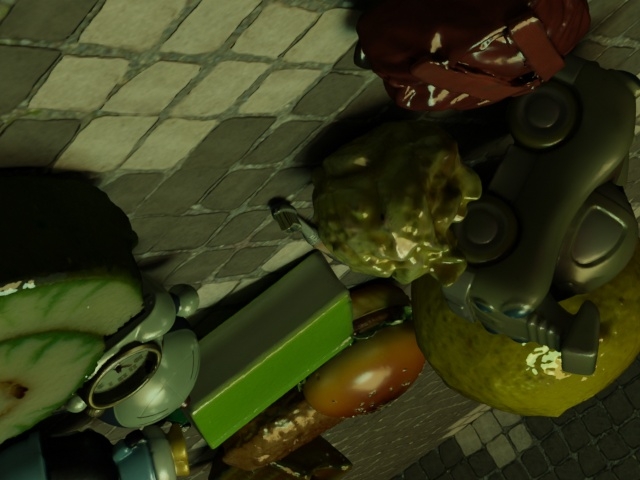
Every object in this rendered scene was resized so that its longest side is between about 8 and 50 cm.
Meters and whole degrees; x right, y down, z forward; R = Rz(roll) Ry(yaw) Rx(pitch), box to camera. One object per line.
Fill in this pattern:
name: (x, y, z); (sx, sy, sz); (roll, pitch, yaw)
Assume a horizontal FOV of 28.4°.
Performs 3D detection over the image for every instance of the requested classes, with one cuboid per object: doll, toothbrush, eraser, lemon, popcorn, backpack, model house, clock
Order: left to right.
doll: (-0.344, 0.332, 1.782); (0.314, 0.141, 0.177); (-12, 142, -13)
clock: (-0.219, 0.123, 1.447); (0.199, 0.146, 0.243); (-42, 159, -14)
model house: (-0.124, 0.450, 2.416); (0.268, 0.173, 0.239); (-42, 160, 26)
eraser: (-0.078, 0.157, 1.757); (0.274, 0.092, 0.210); (-38, 159, -12)
toothbrush: (0.000, 0.000, 1.638); (0.028, 0.037, 0.375); (-30, 165, 8)
popcorn: (0.086, -0.040, 1.416); (0.188, 0.185, 0.167); (-1, 154, -13)
backpack: (0.152, -0.196, 1.166); (0.229, 0.139, 0.229); (-24, 157, -11)
lemon: (0.300, 0.088, 1.833); (0.387, 0.349, 0.350); (-45, 157, 28)

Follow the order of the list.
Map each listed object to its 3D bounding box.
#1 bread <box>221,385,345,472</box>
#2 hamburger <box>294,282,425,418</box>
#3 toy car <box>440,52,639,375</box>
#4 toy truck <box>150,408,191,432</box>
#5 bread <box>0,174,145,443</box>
bread: (-0.063, 0.286, 2.152); (0.260, 0.129, 0.134); (-28, 161, -13)
hamburger: (0.070, 0.187, 2.022); (0.246, 0.170, 0.246); (-25, 162, -9)
toy car: (0.304, -0.031, 1.548); (0.336, 0.226, 0.242); (-60, 163, -7)
toy truck: (-0.220, 0.239, 1.878); (0.079, 0.065, 0.147); (-36, 160, 6)
bread: (-0.340, 0.084, 1.176); (0.382, 0.129, 0.366); (-29, 159, -5)
